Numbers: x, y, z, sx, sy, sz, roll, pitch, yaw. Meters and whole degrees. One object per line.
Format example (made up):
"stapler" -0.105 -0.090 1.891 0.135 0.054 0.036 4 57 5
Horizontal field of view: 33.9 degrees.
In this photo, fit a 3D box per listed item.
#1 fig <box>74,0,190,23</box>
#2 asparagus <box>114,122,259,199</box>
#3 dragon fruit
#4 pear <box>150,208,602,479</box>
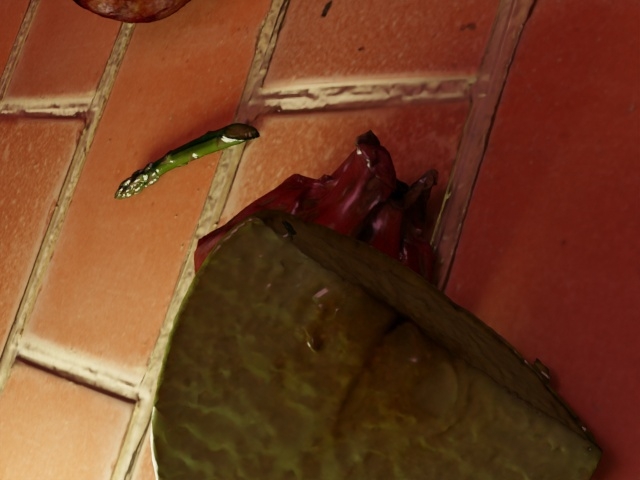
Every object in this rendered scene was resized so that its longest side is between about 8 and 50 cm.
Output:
"fig" -0.225 -0.379 1.271 0.263 0.224 0.224 18 84 38
"asparagus" -0.155 -0.091 1.178 0.236 0.027 0.034 -20 46 40
"dragon fruit" 0.000 0.000 0.881 0.211 0.134 0.262 -52 41 9
"pear" 0.011 0.133 0.744 0.239 0.288 0.139 -55 5 9
